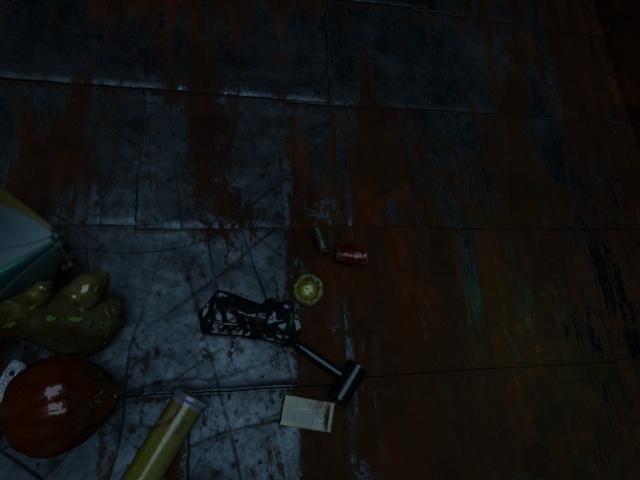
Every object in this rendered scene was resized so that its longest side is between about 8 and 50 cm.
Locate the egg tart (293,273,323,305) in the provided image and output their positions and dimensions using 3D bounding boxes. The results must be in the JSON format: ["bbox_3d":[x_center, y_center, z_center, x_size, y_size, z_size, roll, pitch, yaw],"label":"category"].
[{"bbox_3d":[-0.040,0.158,1.344,0.105,0.039,0.105,4,72,-12],"label":"egg tart"}]

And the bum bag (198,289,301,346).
[{"bbox_3d":[-0.209,0.232,1.266,0.310,0.074,0.136,10,74,-8],"label":"bum bag"}]

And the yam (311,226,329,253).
[{"bbox_3d":[0.000,0.000,1.402,0.043,0.043,0.094,-13,75,-17],"label":"yam"}]

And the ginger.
[{"bbox_3d":[-0.616,0.184,1.028,0.236,0.375,0.166,-36,81,-13],"label":"ginger"}]

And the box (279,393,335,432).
[{"bbox_3d":[-0.038,0.512,1.244,0.157,0.022,0.088,11,72,-10],"label":"box"}]

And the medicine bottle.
[{"bbox_3d":[-0.449,0.596,1.077,0.108,0.108,0.425,30,69,-3],"label":"medicine bottle"}]

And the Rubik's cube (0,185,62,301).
[{"bbox_3d":[-0.871,0.067,0.957,0.347,0.351,0.352,38,32,-1],"label":"Rubik's cube"}]

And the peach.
[{"bbox_3d":[-0.621,0.398,1.032,0.257,0.232,0.232,-8,74,4],"label":"peach"}]

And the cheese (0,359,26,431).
[{"bbox_3d":[-0.841,0.428,1.066,0.127,0.050,0.255,28,69,-3],"label":"cheese"}]

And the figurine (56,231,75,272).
[{"bbox_3d":[-0.760,0.034,1.212,0.072,0.054,0.129,-32,90,-5],"label":"figurine"}]

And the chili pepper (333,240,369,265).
[{"bbox_3d":[0.105,0.049,1.399,0.123,0.073,0.070,11,113,-7],"label":"chili pepper"}]

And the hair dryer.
[{"bbox_3d":[0.002,0.387,1.280,0.256,0.070,0.128,31,69,5],"label":"hair dryer"}]
